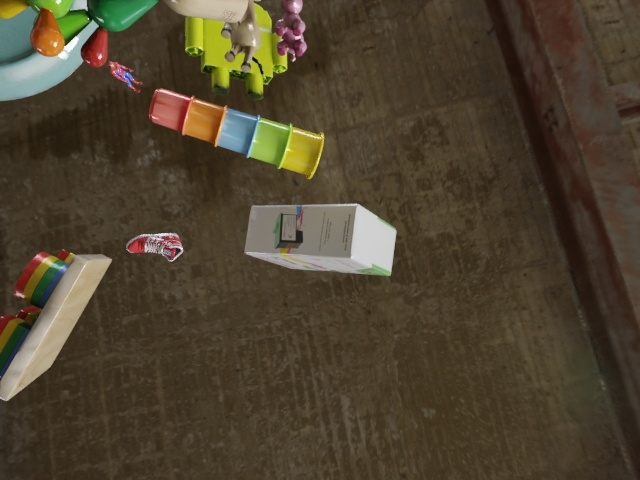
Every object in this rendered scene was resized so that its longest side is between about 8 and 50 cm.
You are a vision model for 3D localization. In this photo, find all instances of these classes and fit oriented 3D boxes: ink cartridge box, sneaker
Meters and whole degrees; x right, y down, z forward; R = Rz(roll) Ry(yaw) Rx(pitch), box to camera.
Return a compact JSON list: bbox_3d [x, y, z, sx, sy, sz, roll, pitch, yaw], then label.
[{"bbox_3d":[0.000,0.000,1.114,0.277,0.201,0.117,2,-102,32],"label":"ink cartridge box"},{"bbox_3d":[-0.367,0.018,1.111,0.118,0.042,0.067,-11,-140,-30],"label":"sneaker"}]

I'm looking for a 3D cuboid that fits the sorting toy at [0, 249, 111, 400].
[{"bbox_3d":[-0.513,0.129,0.923,0.089,0.257,0.256,29,-98,-12],"label":"sorting toy"}]

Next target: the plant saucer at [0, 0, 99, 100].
[{"bbox_3d":[-0.458,-0.349,0.653,0.317,0.043,0.318,-2,-83,-19],"label":"plant saucer"}]

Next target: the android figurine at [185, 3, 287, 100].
[{"bbox_3d":[-0.198,-0.475,1.184,0.248,0.056,0.273,4,-101,-25],"label":"android figurine"}]

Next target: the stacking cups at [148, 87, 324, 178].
[{"bbox_3d":[-0.154,-0.202,0.925,0.315,0.096,0.096,15,-100,-15],"label":"stacking cups"}]

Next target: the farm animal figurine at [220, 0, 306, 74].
[{"bbox_3d":[-0.097,-0.490,0.843,0.330,0.326,0.172,-23,-137,32],"label":"farm animal figurine"}]

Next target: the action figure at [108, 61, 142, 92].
[{"bbox_3d":[-0.506,-0.427,1.282,0.030,0.115,0.038,12,-99,23],"label":"action figure"}]

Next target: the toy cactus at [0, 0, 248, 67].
[{"bbox_3d":[-0.129,-0.201,0.367,0.219,0.180,0.112,-40,-115,36],"label":"toy cactus"}]
